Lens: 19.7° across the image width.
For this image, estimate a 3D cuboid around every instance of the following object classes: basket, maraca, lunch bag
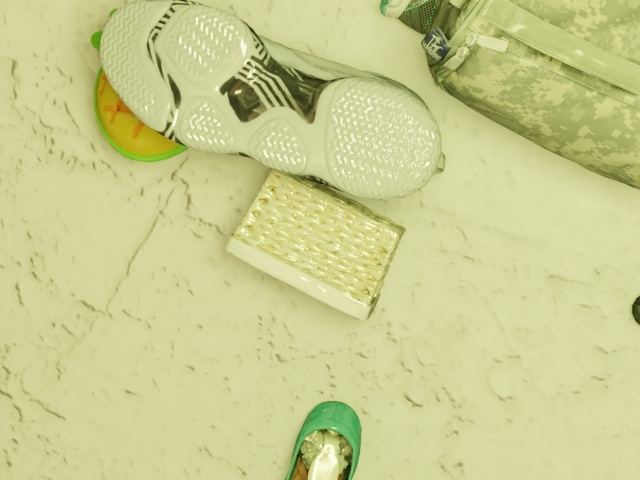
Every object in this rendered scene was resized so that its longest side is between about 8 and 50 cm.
[{"bbox_3d":[0.000,0.000,1.934,0.167,0.113,0.103,28,96,4],"label":"basket"},{"bbox_3d":[-0.181,-0.169,1.946,0.127,0.099,0.186,-14,69,4],"label":"maraca"},{"bbox_3d":[0.255,-0.188,1.779,0.305,0.256,0.212,25,101,-7],"label":"lunch bag"}]

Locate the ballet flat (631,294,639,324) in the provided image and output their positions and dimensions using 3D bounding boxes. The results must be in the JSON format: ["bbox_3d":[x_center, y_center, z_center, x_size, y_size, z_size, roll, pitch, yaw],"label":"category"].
[{"bbox_3d":[0.409,0.094,1.920,0.173,0.049,0.057,13,100,6],"label":"ballet flat"}]

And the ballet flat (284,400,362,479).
[{"bbox_3d":[-0.016,0.294,1.985,0.083,0.087,0.247,15,99,5],"label":"ballet flat"}]

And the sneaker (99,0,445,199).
[{"bbox_3d":[-0.038,-0.135,1.871,0.366,0.210,0.137,22,94,12],"label":"sneaker"}]

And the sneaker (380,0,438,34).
[{"bbox_3d":[0.138,-0.283,1.911,0.076,0.065,0.166,37,104,-15],"label":"sneaker"}]
